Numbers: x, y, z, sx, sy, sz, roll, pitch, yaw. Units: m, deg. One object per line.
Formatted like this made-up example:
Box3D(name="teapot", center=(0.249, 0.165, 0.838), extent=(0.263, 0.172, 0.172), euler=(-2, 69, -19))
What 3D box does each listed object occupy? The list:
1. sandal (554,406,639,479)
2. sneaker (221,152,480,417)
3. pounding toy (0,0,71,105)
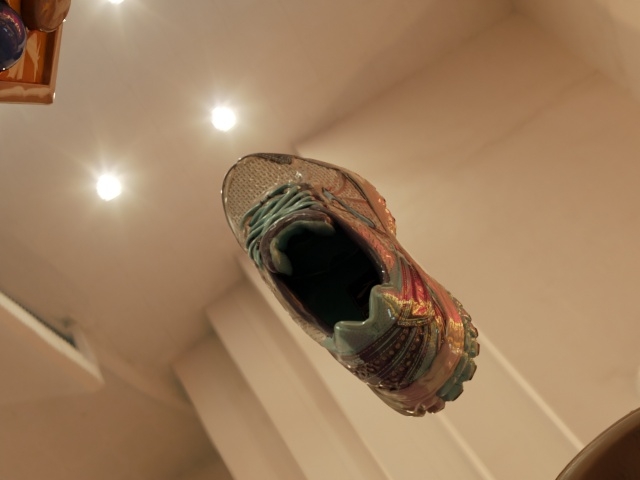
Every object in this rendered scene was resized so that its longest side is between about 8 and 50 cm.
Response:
Box3D(name="sandal", center=(0.082, 0.120, 0.364), extent=(0.180, 0.072, 0.049), euler=(-36, -7, -17))
Box3D(name="sneaker", center=(0.000, 0.000, 0.828), extent=(0.110, 0.283, 0.122), euler=(-49, -44, 3))
Box3D(name="pounding toy", center=(-0.155, -0.133, 0.564), extent=(0.100, 0.141, 0.130), euler=(9, -83, 6))
